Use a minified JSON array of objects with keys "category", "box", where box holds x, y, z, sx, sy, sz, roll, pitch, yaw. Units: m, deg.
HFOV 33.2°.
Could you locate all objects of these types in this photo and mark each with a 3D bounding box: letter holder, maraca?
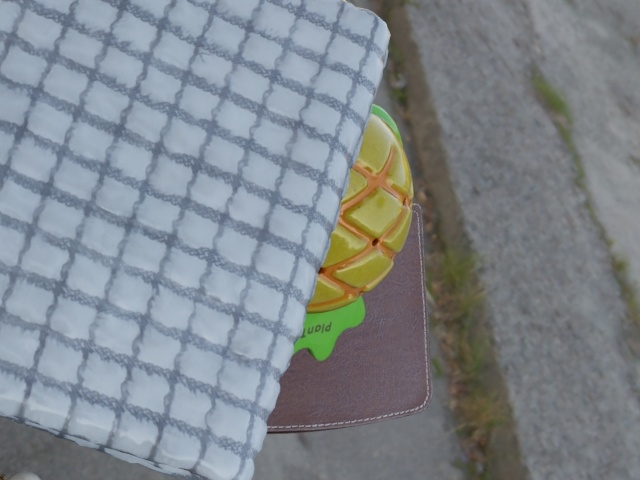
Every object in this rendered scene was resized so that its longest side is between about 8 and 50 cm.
[{"category":"letter holder","box":[-0.061,0.079,1.025,0.302,0.152,0.214,1,77,-24]},{"category":"maraca","box":[0.000,0.000,0.675,0.127,0.185,0.099,-9,31,-37]}]

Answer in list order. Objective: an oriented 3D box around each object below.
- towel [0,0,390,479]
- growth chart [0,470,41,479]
[{"category":"towel","box":[-0.132,-0.043,0.459,0.284,0.121,0.235,21,71,-15]},{"category":"growth chart","box":[-0.146,0.166,0.488,0.021,0.237,0.172,-28,105,-36]}]
